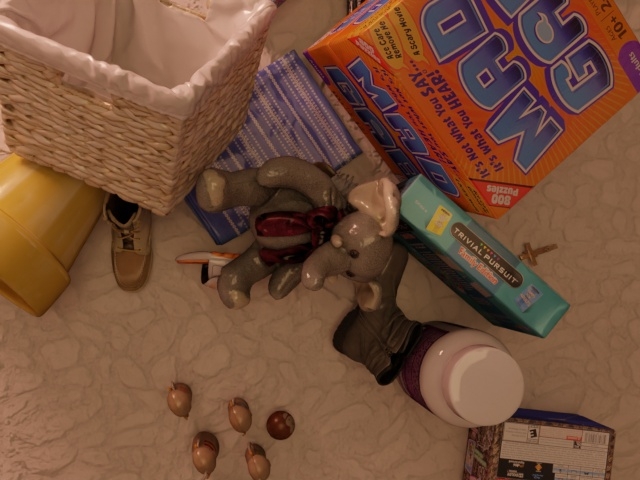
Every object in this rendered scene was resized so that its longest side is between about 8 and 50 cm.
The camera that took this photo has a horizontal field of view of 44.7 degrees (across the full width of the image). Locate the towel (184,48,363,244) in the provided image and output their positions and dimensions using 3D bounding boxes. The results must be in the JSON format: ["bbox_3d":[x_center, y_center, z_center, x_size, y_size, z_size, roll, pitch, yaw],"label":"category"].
[{"bbox_3d":[-0.121,-0.175,1.464,0.336,0.040,0.243,-34,93,-7],"label":"towel"}]

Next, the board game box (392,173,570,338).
[{"bbox_3d":[0.252,0.028,1.396,0.336,0.254,0.079,41,85,-5],"label":"board game box"}]

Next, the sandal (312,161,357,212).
[{"bbox_3d":[0.036,-0.071,1.474,0.072,0.049,0.180,-33,96,7],"label":"sandal"}]

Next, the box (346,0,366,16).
[{"bbox_3d":[0.140,-0.520,1.499,0.175,0.051,0.220,0,89,-8],"label":"box"}]

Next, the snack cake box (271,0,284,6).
[{"bbox_3d":[-0.092,-0.533,1.452,0.264,0.089,0.152,-44,95,-7],"label":"snack cake box"}]

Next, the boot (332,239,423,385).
[{"bbox_3d":[0.134,0.132,1.420,0.083,0.161,0.246,26,89,-40],"label":"boot"}]

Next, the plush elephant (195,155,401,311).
[{"bbox_3d":[0.000,0.000,1.274,0.330,0.255,0.271,-24,129,-32],"label":"plush elephant"}]

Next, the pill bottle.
[{"bbox_3d":[0.241,0.233,1.365,0.169,0.301,0.169,0,88,-7],"label":"pill bottle"}]

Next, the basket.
[{"bbox_3d":[-0.292,-0.262,1.243,0.328,0.266,0.331,23,45,6],"label":"basket"}]

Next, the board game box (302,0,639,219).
[{"bbox_3d":[0.249,-0.300,1.322,0.356,0.356,0.356,-41,107,-6],"label":"board game box"}]

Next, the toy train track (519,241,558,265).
[{"bbox_3d":[0.430,0.023,1.541,0.083,0.014,0.048,-17,83,-13],"label":"toy train track"}]

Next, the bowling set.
[{"bbox_3d":[-0.144,0.351,1.388,0.200,0.154,0.287,-25,92,-7],"label":"bowling set"}]

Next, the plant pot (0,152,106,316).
[{"bbox_3d":[-0.498,-0.039,1.322,0.254,0.254,0.239,37,68,-5],"label":"plant pot"}]

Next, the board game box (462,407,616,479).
[{"bbox_3d":[0.397,0.471,1.459,0.232,0.141,0.291,8,87,-7],"label":"board game box"}]

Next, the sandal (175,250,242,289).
[{"bbox_3d":[-0.134,0.065,1.424,0.265,0.102,0.076,6,85,-9],"label":"sandal"}]

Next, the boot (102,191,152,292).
[{"bbox_3d":[-0.338,-0.015,1.367,0.077,0.165,0.213,3,86,-6],"label":"boot"}]
